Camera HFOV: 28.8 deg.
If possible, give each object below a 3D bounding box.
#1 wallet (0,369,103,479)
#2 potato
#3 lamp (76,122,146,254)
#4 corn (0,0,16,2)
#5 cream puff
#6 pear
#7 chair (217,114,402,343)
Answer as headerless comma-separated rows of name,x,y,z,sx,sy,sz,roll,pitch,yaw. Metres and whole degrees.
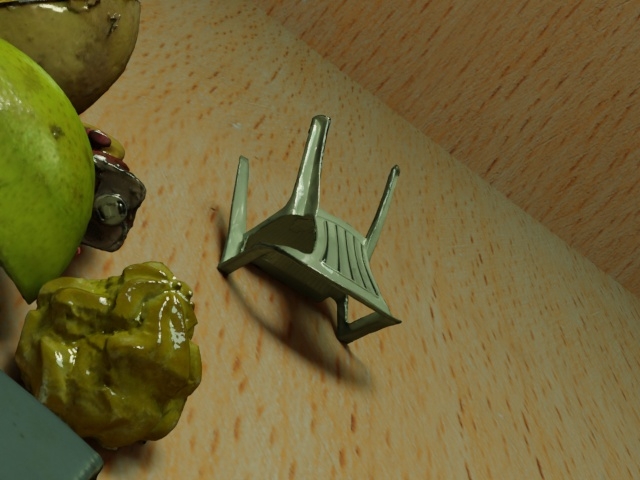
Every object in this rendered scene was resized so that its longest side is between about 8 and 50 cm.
wallet,-0.303,0.079,0.743,0.360,0.083,0.252,41,18,-4
potato,-0.319,-0.164,1.253,0.299,0.116,0.239,-10,4,-17
lamp,-0.242,-0.056,1.249,0.118,0.118,0.253,34,-2,-18
corn,-0.411,-0.256,1.396,0.347,0.130,0.130,28,18,-37
cream puff,-0.158,0.083,0.987,0.156,0.156,0.121,31,-1,-27
pear,-0.297,-0.119,1.025,0.288,0.139,0.239,42,-12,40
chair,0.000,0.000,1.522,0.203,0.190,0.274,31,45,-26
